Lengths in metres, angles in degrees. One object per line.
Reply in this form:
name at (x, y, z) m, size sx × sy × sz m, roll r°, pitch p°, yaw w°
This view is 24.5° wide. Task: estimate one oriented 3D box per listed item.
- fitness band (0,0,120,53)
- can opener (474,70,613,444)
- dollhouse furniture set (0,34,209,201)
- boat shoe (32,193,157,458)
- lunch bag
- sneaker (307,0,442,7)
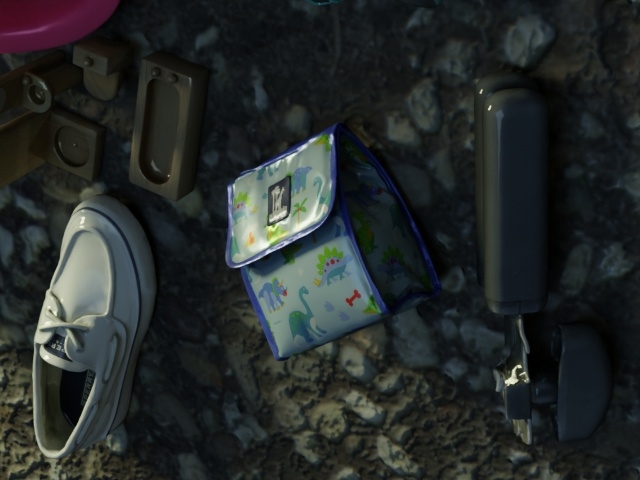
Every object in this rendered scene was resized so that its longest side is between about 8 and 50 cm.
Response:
fitness band at (-0.293, -0.218, 1.119) m, size 0.291 × 0.054 × 0.209 m, roll 2°, pitch 149°, yaw -7°
can opener at (0.162, 0.018, 1.068) m, size 0.095 × 0.076 × 0.283 m, roll -4°, pitch 114°, yaw -2°
dollhouse furniture set at (-0.194, -0.081, 1.188) m, size 0.151 × 0.123 × 0.144 m, roll 24°, pitch 123°, yaw 20°
boat shoe at (-0.207, 0.085, 1.303) m, size 0.095 × 0.084 × 0.258 m, roll 20°, pitch 122°, yaw 23°
lunch bag at (0.000, 0.000, 1.135) m, size 0.129 × 0.096 × 0.151 m, roll -25°, pitch 84°, yaw 40°
sneaker at (0.018, -0.197, 1.053) m, size 0.166 × 0.065 × 0.076 m, roll 29°, pitch 141°, yaw 21°
